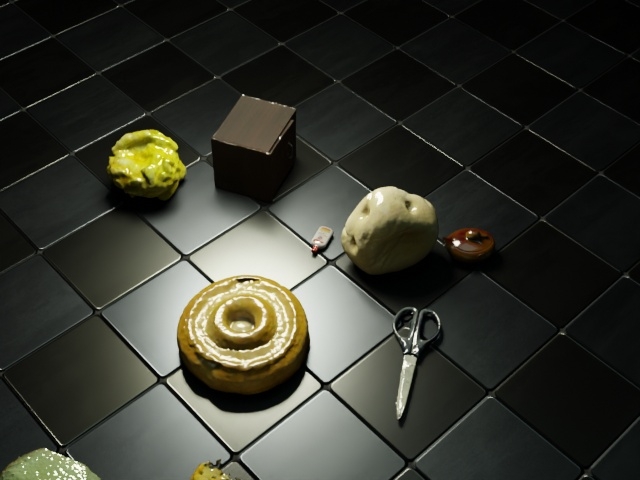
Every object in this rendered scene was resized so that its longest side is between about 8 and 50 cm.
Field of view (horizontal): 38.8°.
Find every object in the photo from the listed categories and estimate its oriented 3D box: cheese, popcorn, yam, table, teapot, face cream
[{"bbox_3d":[0.163,-0.023,2.132,0.235,0.218,0.117,-28,47,3],"label":"cheese"},{"bbox_3d":[-0.443,-0.190,2.316,0.197,0.155,0.198,1,68,-3],"label":"popcorn"},{"bbox_3d":[-0.448,0.500,1.602,0.202,0.271,0.201,15,50,21],"label":"yam"},{"bbox_3d":[-0.160,-0.237,2.346,0.172,0.169,0.193,16,48,13],"label":"table"},{"bbox_3d":[0.357,0.005,2.191,0.129,0.078,0.098,-3,47,-3],"label":"teapot"},{"bbox_3d":[0.000,0.000,2.229,0.040,0.021,0.083,18,50,16],"label":"face cream"}]

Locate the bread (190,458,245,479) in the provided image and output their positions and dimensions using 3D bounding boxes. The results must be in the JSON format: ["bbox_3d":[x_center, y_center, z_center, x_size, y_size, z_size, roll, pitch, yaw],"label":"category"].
[{"bbox_3d":[-0.148,0.529,1.655,0.260,0.160,0.147,28,59,15],"label":"bread"}]

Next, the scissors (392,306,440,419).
[{"bbox_3d":[0.196,0.266,1.990,0.109,0.022,0.300,7,49,10],"label":"scissors"}]

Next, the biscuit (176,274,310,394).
[{"bbox_3d":[-0.169,0.197,1.997,0.296,0.102,0.296,1,50,-1],"label":"biscuit"}]
